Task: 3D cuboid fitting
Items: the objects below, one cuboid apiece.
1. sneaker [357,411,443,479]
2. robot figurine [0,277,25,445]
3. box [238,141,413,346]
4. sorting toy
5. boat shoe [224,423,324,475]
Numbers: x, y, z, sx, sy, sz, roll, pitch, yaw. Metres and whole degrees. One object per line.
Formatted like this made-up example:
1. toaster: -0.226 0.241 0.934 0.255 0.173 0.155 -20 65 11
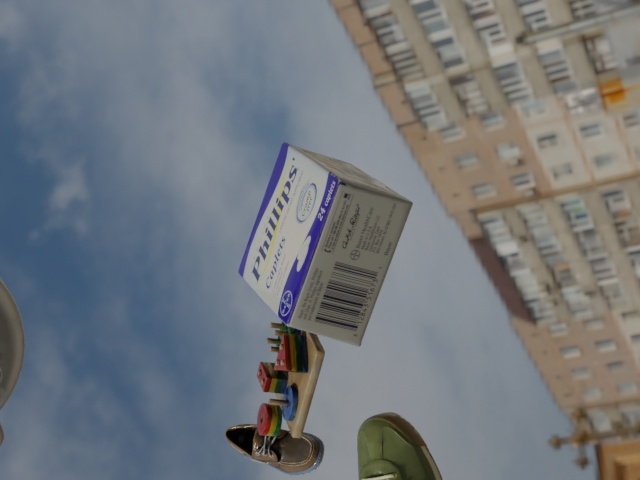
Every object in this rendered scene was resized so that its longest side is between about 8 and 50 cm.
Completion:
1. sneaker: 0.063 0.237 1.021 0.086 0.064 0.192 -1 -107 -60
2. robot figurine: -0.409 0.087 1.253 0.300 0.200 0.353 66 165 -18
3. box: 0.000 0.000 1.030 0.072 0.137 0.126 16 -80 -24
4. sorting toy: -0.043 0.165 1.672 0.132 0.046 0.274 -119 41 -61
5. boat shoe: -0.074 0.313 1.886 0.066 0.183 0.066 28 -112 -41
